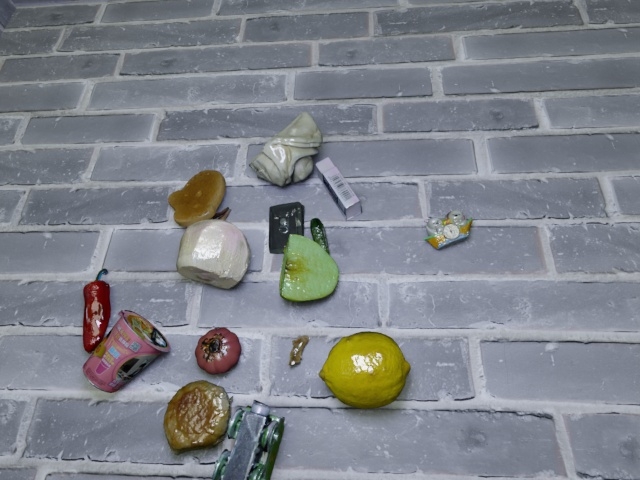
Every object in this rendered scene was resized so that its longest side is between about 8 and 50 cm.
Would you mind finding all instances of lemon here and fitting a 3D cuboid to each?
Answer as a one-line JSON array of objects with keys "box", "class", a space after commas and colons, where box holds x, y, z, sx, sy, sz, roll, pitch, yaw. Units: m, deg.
[{"box": [0.157, 0.456, 1.431, 0.322, 0.268, 0.268, 2, 64, 6], "class": "lemon"}]

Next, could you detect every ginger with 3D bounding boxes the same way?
[{"box": [-0.091, 0.435, 1.581, 0.058, 0.044, 0.137, 0, 53, 38], "class": "ginger"}]

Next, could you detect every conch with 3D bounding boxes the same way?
[{"box": [-0.498, -0.070, 1.842, 0.080, 0.086, 0.232, -6, 54, 30], "class": "conch"}]

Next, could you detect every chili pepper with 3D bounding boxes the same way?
[{"box": [-0.949, 0.285, 1.694, 0.110, 0.110, 0.387, -13, 63, -1], "class": "chili pepper"}]

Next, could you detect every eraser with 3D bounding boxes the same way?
[{"box": [0.083, -0.241, 1.846, 0.086, 0.130, 0.287, -29, 66, -5], "class": "eraser"}]

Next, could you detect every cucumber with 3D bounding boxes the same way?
[{"box": [0.000, 0.000, 1.770, 0.069, 0.069, 0.227, -14, 66, -2], "class": "cucumber"}]

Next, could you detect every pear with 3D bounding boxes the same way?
[{"box": [-0.047, 0.140, 1.675, 0.239, 0.139, 0.288, 9, 60, -7], "class": "pear"}]

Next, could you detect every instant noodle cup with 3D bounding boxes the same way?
[{"box": [-0.762, 0.440, 1.552, 0.244, 0.244, 0.255, 40, 80, 21], "class": "instant noodle cup"}]

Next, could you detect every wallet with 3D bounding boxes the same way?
[{"box": [-0.155, -0.058, 1.825, 0.169, 0.052, 0.245, -5, 66, 7], "class": "wallet"}]

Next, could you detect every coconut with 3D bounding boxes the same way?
[{"box": [-0.442, 0.043, 1.664, 0.297, 0.297, 0.254, 9, 64, 9], "class": "coconut"}]

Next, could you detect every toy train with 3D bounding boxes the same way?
[{"box": [-0.227, 0.707, 1.345, 0.174, 0.249, 0.307, 10, 65, 13], "class": "toy train"}]

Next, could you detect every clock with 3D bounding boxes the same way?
[{"box": [0.549, -0.053, 1.725, 0.231, 0.103, 0.144, -20, 72, -3], "class": "clock"}]

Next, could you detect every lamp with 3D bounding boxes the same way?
[{"box": [-0.401, 0.428, 1.558, 0.182, 0.140, 0.182, -4, 61, 7], "class": "lamp"}]

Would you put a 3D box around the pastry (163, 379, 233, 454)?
[{"box": [-0.448, 0.643, 1.471, 0.257, 0.120, 0.235, -13, 60, 1], "class": "pastry"}]

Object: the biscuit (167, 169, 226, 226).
[{"box": [-0.591, -0.197, 1.898, 0.288, 0.057, 0.343, -8, 50, 15], "class": "biscuit"}]

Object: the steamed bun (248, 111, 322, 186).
[{"box": [-0.131, -0.389, 1.867, 0.237, 0.394, 0.346, 49, 30, -9], "class": "steamed bun"}]
